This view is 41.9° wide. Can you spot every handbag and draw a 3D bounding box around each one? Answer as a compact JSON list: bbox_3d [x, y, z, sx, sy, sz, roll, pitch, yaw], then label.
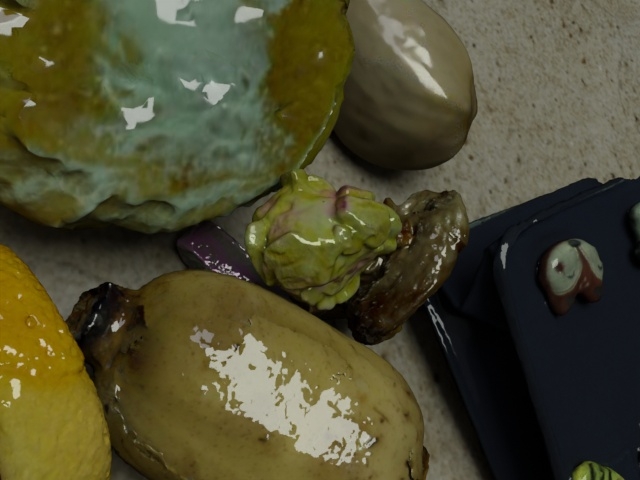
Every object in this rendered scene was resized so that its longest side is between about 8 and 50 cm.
[{"bbox_3d":[0.276,0.109,0.787,0.303,0.122,0.329,-20,90,-33],"label":"handbag"}]

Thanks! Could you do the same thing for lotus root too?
[{"bbox_3d":[-0.054,0.118,0.611,0.284,0.146,0.160,30,49,-9],"label":"lotus root"}]

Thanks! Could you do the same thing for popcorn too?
[{"bbox_3d":[-0.001,0.001,0.624,0.109,0.097,0.089,-25,51,-31],"label":"popcorn"}]

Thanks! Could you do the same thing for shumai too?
[{"bbox_3d":[0.054,0.018,0.689,0.105,0.123,0.139,10,84,-13],"label":"shumai"}]

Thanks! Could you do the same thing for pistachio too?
[{"bbox_3d":[0.062,-0.176,0.832,0.153,0.138,0.238,-29,80,0],"label":"pistachio"}]

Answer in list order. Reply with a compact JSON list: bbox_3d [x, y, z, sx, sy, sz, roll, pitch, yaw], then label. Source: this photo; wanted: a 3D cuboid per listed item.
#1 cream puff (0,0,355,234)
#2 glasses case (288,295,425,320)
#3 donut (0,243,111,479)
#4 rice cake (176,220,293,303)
[{"bbox_3d":[-0.154,-0.189,0.665,0.378,0.275,0.378,-8,105,-34],"label":"cream puff"},{"bbox_3d":[0.073,0.027,0.791,0.218,0.049,0.075,-2,68,-28],"label":"glasses case"},{"bbox_3d":[-0.214,0.094,0.548,0.101,0.152,0.259,-22,79,-34],"label":"donut"},{"bbox_3d":[-0.046,0.066,0.717,0.207,0.036,0.047,49,41,3],"label":"rice cake"}]
